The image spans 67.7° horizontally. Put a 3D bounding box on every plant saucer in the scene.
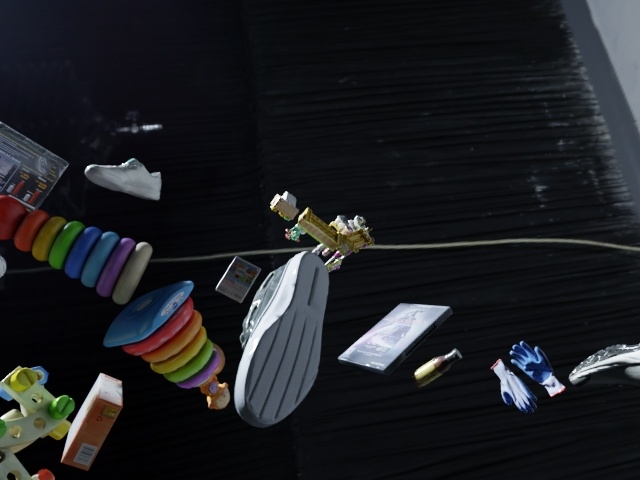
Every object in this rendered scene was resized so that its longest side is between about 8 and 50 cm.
[{"bbox_3d":[-0.266,0.281,1.118,0.015,0.084,0.083,-26,-70,-79],"label":"plant saucer"}]

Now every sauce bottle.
[{"bbox_3d":[0.277,0.301,1.130,0.042,0.128,0.042,42,-157,-23],"label":"sauce bottle"}]

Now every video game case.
[{"bbox_3d":[0.202,0.258,1.293,0.196,0.274,0.026,-7,114,57],"label":"video game case"},{"bbox_3d":[-0.247,0.117,1.437,0.122,0.087,0.011,-61,-4,-24],"label":"video game case"}]

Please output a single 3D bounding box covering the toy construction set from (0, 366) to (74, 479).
[{"bbox_3d":[-0.380,0.341,0.668,0.151,0.328,0.215,-49,-3,22],"label":"toy construction set"}]

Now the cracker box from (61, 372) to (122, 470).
[{"bbox_3d":[-0.557,0.438,1.178,0.155,0.067,0.232,-64,21,-11],"label":"cracker box"}]

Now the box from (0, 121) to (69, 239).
[{"bbox_3d":[-0.851,-0.182,1.201,0.242,0.308,0.076,-53,29,4],"label":"box"}]

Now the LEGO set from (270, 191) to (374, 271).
[{"bbox_3d":[0.000,0.000,1.002,0.107,0.287,0.132,-43,55,29],"label":"LEGO set"}]

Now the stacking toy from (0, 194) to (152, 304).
[{"bbox_3d":[-0.529,0.010,0.978,0.141,0.331,0.141,-57,17,28],"label":"stacking toy"}]

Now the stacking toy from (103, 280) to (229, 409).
[{"bbox_3d":[-0.282,0.248,1.007,0.301,0.166,0.175,59,-143,-19],"label":"stacking toy"}]

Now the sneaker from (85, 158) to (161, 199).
[{"bbox_3d":[-0.503,-0.172,1.232,0.212,0.080,0.094,20,-102,-59],"label":"sneaker"}]

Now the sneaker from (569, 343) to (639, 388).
[{"bbox_3d":[0.616,0.255,0.928,0.271,0.100,0.107,-38,72,49],"label":"sneaker"}]

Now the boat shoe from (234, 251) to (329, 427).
[{"bbox_3d":[-0.071,0.160,0.792,0.121,0.119,0.335,47,-144,-20],"label":"boat shoe"}]

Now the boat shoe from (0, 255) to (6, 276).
[{"bbox_3d":[-0.943,0.089,1.179,0.135,0.157,0.367,-63,-23,5],"label":"boat shoe"}]

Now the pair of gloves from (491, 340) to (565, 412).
[{"bbox_3d":[0.550,0.375,1.291,0.159,0.023,0.198,56,136,28],"label":"pair of gloves"}]
